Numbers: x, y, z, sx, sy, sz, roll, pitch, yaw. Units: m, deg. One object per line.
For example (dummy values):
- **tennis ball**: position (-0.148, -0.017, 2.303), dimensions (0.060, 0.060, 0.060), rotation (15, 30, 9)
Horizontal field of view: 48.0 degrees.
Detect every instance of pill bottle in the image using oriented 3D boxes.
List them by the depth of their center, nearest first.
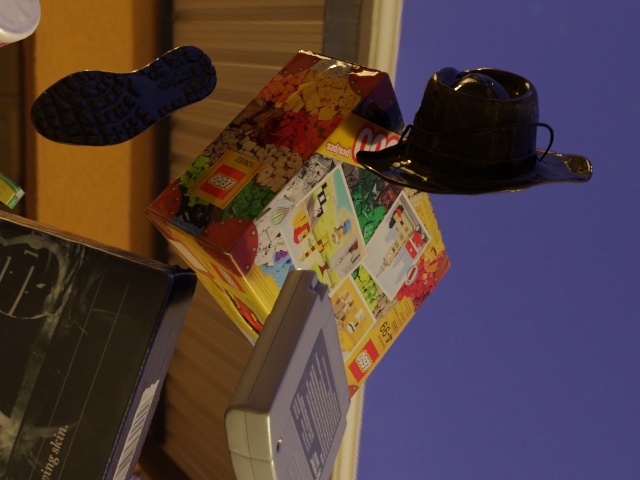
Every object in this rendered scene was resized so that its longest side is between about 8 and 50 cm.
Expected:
- **pill bottle**: position (-0.792, -0.505, 1.620), dimensions (0.302, 0.169, 0.169), rotation (-5, -88, 32)

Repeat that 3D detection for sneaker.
- **sneaker**: position (-0.291, -0.193, 1.049), dimensions (0.124, 0.283, 0.107), rotation (-12, -78, 51)

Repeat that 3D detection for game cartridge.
- **game cartridge**: position (-0.027, 0.193, 0.786), dimensions (0.060, 0.196, 0.294), rotation (7, -39, 15)

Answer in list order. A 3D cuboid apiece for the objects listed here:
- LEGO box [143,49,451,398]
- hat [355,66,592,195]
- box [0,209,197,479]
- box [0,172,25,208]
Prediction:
- **LEGO box**: position (0.000, 0.000, 1.218), dimensions (0.193, 0.372, 0.500), rotation (26, -23, 37)
- **hat**: position (0.195, -0.157, 0.942), dimensions (0.331, 0.331, 0.133), rotation (20, -62, 48)
- **box**: position (-0.456, 0.189, 0.864), dimensions (0.297, 0.472, 0.479), rotation (138, -30, -85)
- **box**: position (-0.611, -0.129, 1.265), dimensions (0.043, 0.179, 0.105), rotation (-56, -166, -12)
